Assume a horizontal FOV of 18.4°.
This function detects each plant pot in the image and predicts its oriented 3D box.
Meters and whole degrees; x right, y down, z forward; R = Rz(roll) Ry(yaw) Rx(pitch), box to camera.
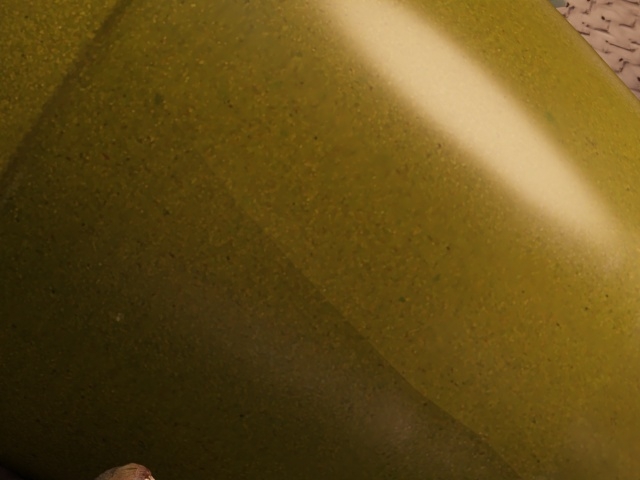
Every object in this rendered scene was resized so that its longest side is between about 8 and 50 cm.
[{"bbox_3d":[0.000,0.000,0.891,0.353,0.366,0.366,34,40,3],"label":"plant pot"}]

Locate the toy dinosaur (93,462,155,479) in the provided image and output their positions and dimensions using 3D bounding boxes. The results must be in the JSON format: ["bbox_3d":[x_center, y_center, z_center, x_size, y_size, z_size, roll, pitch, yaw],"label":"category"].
[{"bbox_3d":[-0.097,0.218,0.714,0.118,0.064,0.268,32,58,-16],"label":"toy dinosaur"}]

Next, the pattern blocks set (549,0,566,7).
[{"bbox_3d":[-0.036,-0.161,1.107,0.324,0.285,0.026,-14,53,20],"label":"pattern blocks set"}]
